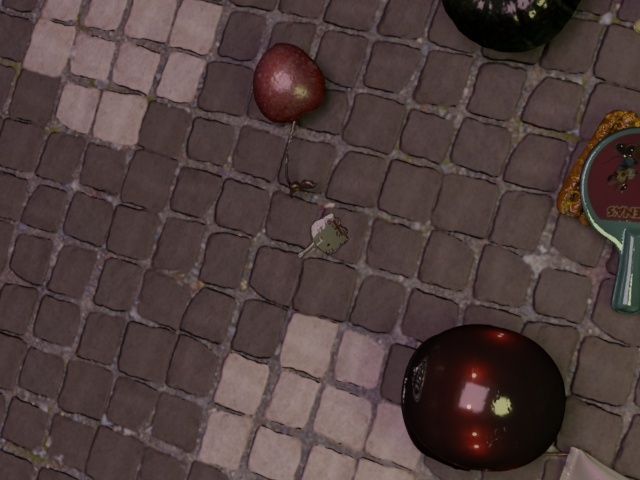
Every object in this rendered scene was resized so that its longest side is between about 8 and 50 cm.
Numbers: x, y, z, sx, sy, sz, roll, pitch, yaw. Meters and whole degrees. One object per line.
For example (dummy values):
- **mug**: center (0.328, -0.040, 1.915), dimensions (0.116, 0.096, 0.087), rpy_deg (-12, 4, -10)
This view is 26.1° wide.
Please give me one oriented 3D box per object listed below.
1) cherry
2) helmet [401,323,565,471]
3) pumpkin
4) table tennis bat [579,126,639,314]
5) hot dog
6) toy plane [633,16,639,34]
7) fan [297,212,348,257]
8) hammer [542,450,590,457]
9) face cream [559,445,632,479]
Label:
- **cherry**: center (-0.032, -0.182, 1.998), dimensions (0.107, 0.090, 0.225), rpy_deg (-18, 84, 3)
- **helmet**: center (0.212, 0.204, 1.783), dimensions (0.216, 0.193, 0.189), rpy_deg (14, 76, -10)
- **pumpkin**: center (0.259, -0.360, 1.866), dimensions (0.212, 0.152, 0.211), rpy_deg (-1, 88, 36)
- **table tennis bat**: center (0.408, -0.026, 1.797), dimensions (0.153, 0.040, 0.244), rpy_deg (6, 90, -3)
- **hot dog**: center (0.377, -0.098, 1.833), dimensions (0.071, 0.045, 0.165), rpy_deg (32, 94, 25)
- **toy plane**: center (0.523, -0.292, 1.762), dimensions (0.256, 0.104, 0.241), rpy_deg (-11, 87, 3)
- **fan**: center (0.000, 0.000, 1.994), dimensions (0.083, 0.004, 0.056), rpy_deg (-39, 70, 12)
- **hammer**: center (0.295, 0.282, 1.823), dimensions (0.123, 0.014, 0.029), rpy_deg (-3, 77, 20)
- **face cream**: center (0.411, 0.350, 1.744), dimensions (0.244, 0.058, 0.092), rpy_deg (22, 94, 30)
